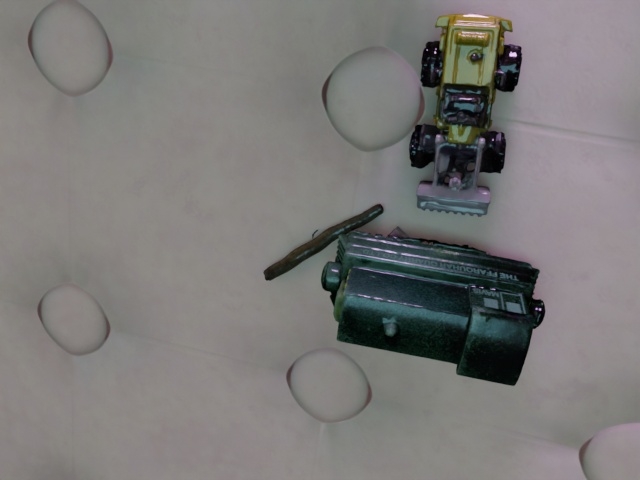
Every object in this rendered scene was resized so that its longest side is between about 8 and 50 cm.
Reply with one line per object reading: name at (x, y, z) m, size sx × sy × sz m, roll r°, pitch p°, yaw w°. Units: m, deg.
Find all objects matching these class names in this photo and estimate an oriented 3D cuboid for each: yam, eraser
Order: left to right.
yam at (0.001, 0.001, 1.075) m, size 0.234 × 0.029 × 0.027 m, roll -31°, pitch 126°, yaw 22°
eraser at (0.104, 0.019, 1.053) m, size 0.038 × 0.019 × 0.083 m, roll 42°, pitch 115°, yaw -3°

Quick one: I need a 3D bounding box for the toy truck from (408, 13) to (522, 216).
toy truck at (0.191, -0.158, 0.915) m, size 0.136 × 0.111 × 0.285 m, roll 7°, pitch 114°, yaw 12°

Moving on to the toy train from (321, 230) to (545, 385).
toy train at (0.159, 0.092, 0.966) m, size 0.331 × 0.178 × 0.138 m, roll 10°, pitch 117°, yaw 5°
